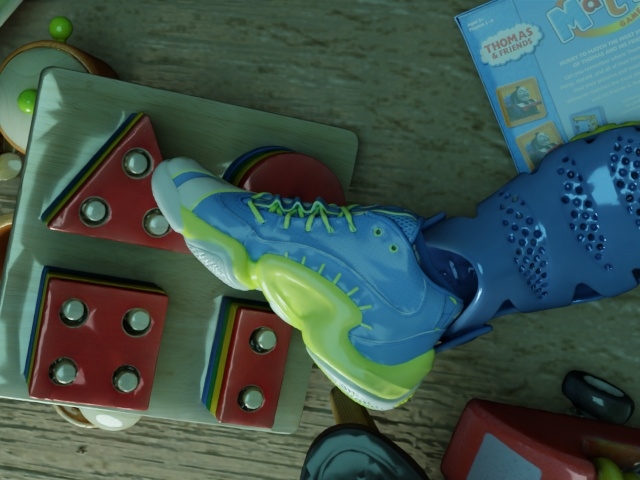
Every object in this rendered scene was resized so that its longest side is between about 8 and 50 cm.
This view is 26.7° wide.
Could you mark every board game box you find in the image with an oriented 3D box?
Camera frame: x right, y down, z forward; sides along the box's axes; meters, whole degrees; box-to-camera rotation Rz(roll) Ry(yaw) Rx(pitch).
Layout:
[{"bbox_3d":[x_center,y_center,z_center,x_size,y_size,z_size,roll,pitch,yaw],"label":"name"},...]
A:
[{"bbox_3d":[0.218,-0.107,1.045,0.160,0.039,0.212,-21,94,14],"label":"board game box"}]

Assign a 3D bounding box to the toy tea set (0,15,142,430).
[{"bbox_3d":[-0.213,-0.008,1.102,0.200,0.124,0.336,-29,90,13],"label":"toy tea set"}]

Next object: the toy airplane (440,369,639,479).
[{"bbox_3d":[0.313,0.249,0.949,0.384,0.272,0.386,-20,92,13],"label":"toy airplane"}]

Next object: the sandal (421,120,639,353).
[{"bbox_3d":[0.139,0.013,0.996,0.317,0.138,0.126,-29,88,26],"label":"sandal"}]

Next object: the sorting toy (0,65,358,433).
[{"bbox_3d":[-0.106,0.017,1.036,0.257,0.089,0.256,10,95,-19],"label":"sorting toy"}]

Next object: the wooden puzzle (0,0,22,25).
[{"bbox_3d":[-0.311,-0.266,1.036,0.221,0.044,0.238,-51,128,-7],"label":"wooden puzzle"}]

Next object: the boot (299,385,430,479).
[{"bbox_3d":[0.050,0.175,0.959,0.096,0.280,0.264,-34,114,8],"label":"boot"}]

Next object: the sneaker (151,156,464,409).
[{"bbox_3d":[0.000,0.000,0.941,0.240,0.091,0.126,43,100,1],"label":"sneaker"}]
